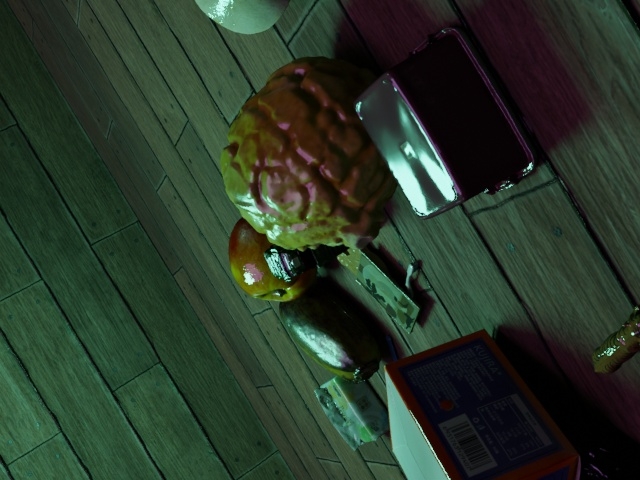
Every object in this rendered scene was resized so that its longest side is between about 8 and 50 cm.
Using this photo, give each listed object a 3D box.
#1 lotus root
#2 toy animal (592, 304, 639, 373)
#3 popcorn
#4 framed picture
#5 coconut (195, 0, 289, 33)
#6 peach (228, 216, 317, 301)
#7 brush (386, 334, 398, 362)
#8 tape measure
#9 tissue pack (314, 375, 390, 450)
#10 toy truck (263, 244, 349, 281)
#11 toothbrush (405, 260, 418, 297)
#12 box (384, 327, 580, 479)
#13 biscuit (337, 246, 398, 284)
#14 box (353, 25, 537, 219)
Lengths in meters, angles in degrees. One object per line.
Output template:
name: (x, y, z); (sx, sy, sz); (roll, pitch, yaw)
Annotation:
lotus root: (0.015, 0.256, 2.077); (0.397, 0.179, 0.196); (41, 149, 34)
toy animal: (0.488, 0.162, 1.172); (0.057, 0.099, 0.241); (50, 153, 20)
popcorn: (-0.016, -0.159, 1.463); (0.344, 0.353, 0.390); (46, 152, 46)
framed picture: (0.162, 0.128, 1.784); (0.201, 0.010, 0.136); (45, 155, 22)
coconut: (-0.145, -0.525, 1.413); (0.241, 0.241, 0.241); (43, 151, 31)
peach: (-0.127, 0.032, 2.030); (0.281, 0.281, 0.238); (36, -174, 40)
brush: (0.207, 0.328, 1.998); (0.051, 0.014, 0.164); (18, 133, 53)
tape measure: (0.569, 0.471, 1.365); (0.199, 0.112, 0.186); (38, 150, 40)
tissue pack: (0.095, 0.527, 2.278); (0.229, 0.145, 0.159); (55, 155, 8)
toy truck: (0.000, 0.000, 1.713); (0.121, 0.259, 0.088); (3, 121, 62)
toothbrush: (0.209, 0.135, 1.755); (0.022, 0.026, 0.263); (51, 155, 31)
box: (0.319, 0.429, 1.492); (0.349, 0.256, 0.319); (-121, 15, -49)
biscuit: (0.122, 0.072, 1.836); (0.236, 0.040, 0.144); (44, 159, 20)
box: (0.202, -0.187, 1.234); (0.294, 0.167, 0.193); (59, 154, -1)
